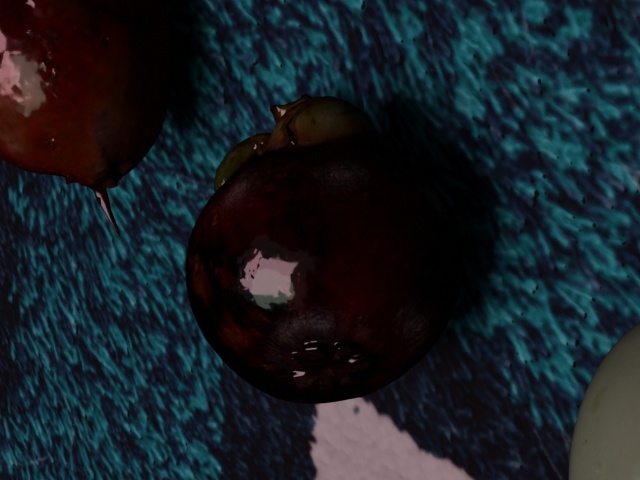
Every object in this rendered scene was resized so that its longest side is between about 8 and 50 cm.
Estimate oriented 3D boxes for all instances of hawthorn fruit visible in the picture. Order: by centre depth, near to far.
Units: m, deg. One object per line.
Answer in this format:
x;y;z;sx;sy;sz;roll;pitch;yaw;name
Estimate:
-0.179;-0.115;1.343;0.181;0.181;0.235;-29;88;53;hawthorn fruit

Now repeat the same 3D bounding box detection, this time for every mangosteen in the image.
0.000;0.000;1.182;0.200;0.200;0.200;26;125;43;mangosteen

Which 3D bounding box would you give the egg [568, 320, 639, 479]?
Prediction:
0.202;0.126;0.981;0.149;0.149;0.192;2;108;51;egg
